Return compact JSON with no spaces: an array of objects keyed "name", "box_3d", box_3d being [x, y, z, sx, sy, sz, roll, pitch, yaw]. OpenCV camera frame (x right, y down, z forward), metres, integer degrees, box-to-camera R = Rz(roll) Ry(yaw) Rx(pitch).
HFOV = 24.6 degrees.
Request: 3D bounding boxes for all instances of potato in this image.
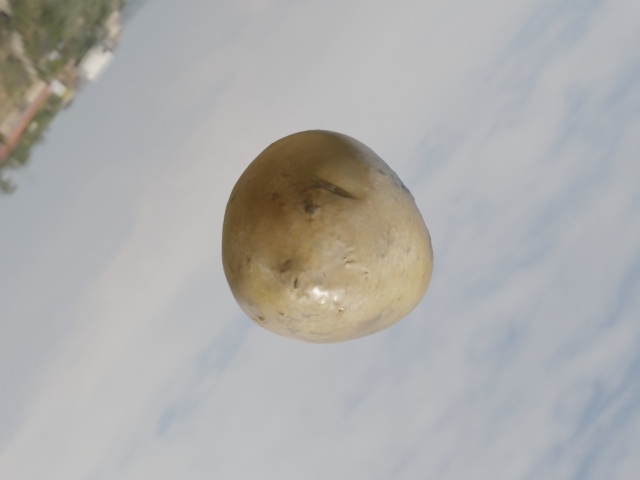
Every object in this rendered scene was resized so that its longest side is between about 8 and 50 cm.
[{"name":"potato","box_3d":[-0.001,0.001,0.743,0.112,0.112,0.147,-53,-178,-5]}]
